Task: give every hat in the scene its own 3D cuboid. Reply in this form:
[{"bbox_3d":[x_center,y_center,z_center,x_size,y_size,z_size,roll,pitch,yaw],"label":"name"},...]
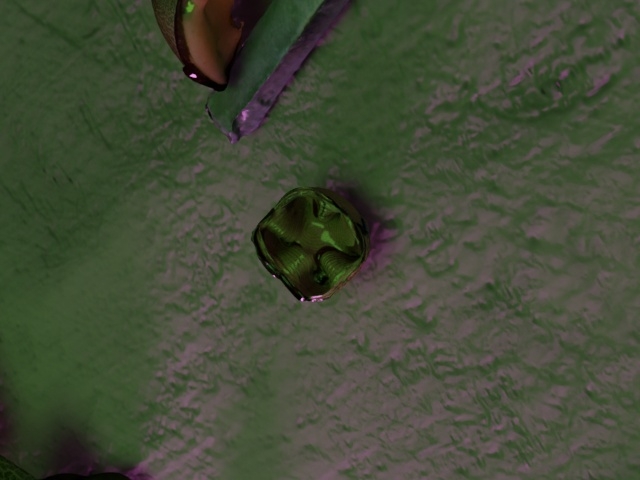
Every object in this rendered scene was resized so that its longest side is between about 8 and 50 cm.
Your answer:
[{"bbox_3d":[0.000,0.000,0.864,0.077,0.059,0.076,47,110,10],"label":"hat"}]

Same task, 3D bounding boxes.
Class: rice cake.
[{"bbox_3d":[-0.020,-0.151,0.844,0.211,0.034,0.043,-48,66,38],"label":"rice cake"}]

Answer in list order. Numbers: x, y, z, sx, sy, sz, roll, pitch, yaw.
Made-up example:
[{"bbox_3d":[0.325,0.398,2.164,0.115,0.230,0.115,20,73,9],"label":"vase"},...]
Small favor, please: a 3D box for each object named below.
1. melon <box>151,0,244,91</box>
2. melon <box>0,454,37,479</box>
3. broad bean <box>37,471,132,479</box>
[{"bbox_3d":[-0.088,-0.197,0.837,0.128,0.079,0.160,46,122,41],"label":"melon"},{"bbox_3d":[-0.301,0.329,1.111,0.169,0.129,0.265,28,138,3],"label":"melon"},{"bbox_3d":[-0.261,0.253,1.142,0.256,0.052,0.052,-20,97,41],"label":"broad bean"}]
